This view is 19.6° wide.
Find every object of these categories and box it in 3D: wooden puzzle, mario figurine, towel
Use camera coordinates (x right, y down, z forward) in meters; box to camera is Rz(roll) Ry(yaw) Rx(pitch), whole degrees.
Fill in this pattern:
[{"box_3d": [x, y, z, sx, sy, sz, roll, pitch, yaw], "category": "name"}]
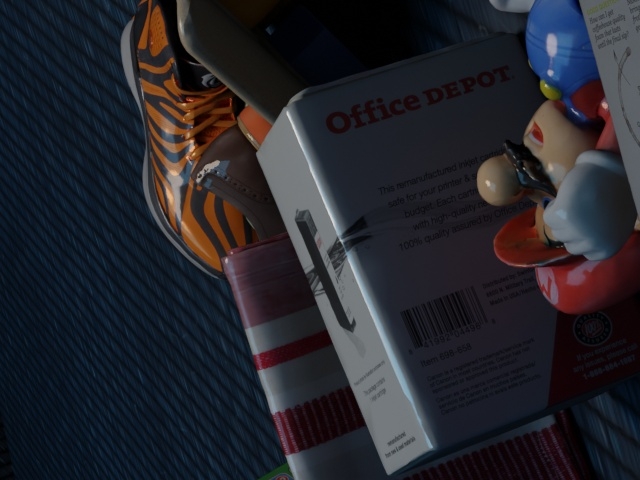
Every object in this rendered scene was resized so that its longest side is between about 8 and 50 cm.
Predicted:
[{"box_3d": [-0.071, -0.214, 1.607, 0.322, 0.080, 0.348, 40, -168, -47], "category": "wooden puzzle"}, {"box_3d": [0.147, -0.102, 1.165, 0.170, 0.198, 0.321, 9, 115, 30], "category": "mario figurine"}, {"box_3d": [0.080, 0.130, 1.459, 0.037, 0.237, 0.329, -20, 88, 69], "category": "towel"}]

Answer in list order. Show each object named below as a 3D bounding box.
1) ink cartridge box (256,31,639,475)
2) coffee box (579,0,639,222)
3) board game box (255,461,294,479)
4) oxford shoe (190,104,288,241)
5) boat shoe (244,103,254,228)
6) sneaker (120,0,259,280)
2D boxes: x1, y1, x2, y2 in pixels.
[{"box_3d": [0.097, 0.008, 1.368, 0.273, 0.197, 0.114, 68, 159, 10], "category": "ink cartridge box"}, {"box_3d": [0.260, -0.039, 0.965, 0.119, 0.168, 0.297, -2, 106, 68], "category": "coffee box"}, {"box_3d": [0.050, 0.286, 1.616, 0.317, 0.213, 0.046, 29, 135, 45], "category": "board game box"}, {"box_3d": [0.000, 0.000, 1.624, 0.271, 0.098, 0.097, 46, -171, -18], "category": "oxford shoe"}, {"box_3d": [-0.039, -0.075, 1.833, 0.072, 0.068, 0.190, 36, 141, 38], "category": "boat shoe"}, {"box_3d": [-0.122, -0.122, 1.910, 0.321, 0.124, 0.180, 68, 160, 8], "category": "sneaker"}]
